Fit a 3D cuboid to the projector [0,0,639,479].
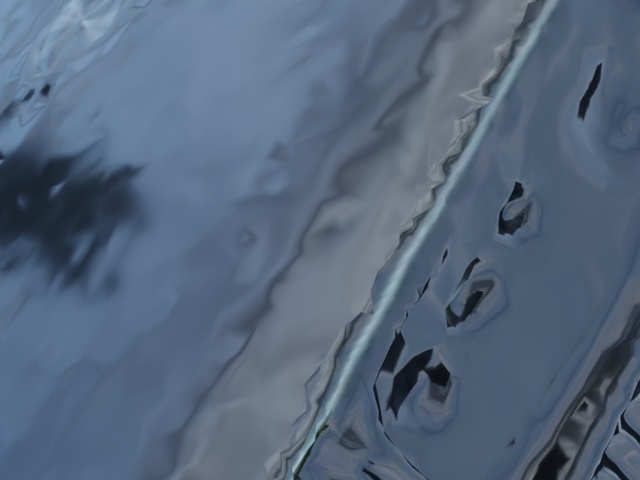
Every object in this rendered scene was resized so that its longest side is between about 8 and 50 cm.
[{"bbox_3d":[0.000,0.000,0.574,0.242,0.405,0.395,46,-118,-30],"label":"projector"}]
